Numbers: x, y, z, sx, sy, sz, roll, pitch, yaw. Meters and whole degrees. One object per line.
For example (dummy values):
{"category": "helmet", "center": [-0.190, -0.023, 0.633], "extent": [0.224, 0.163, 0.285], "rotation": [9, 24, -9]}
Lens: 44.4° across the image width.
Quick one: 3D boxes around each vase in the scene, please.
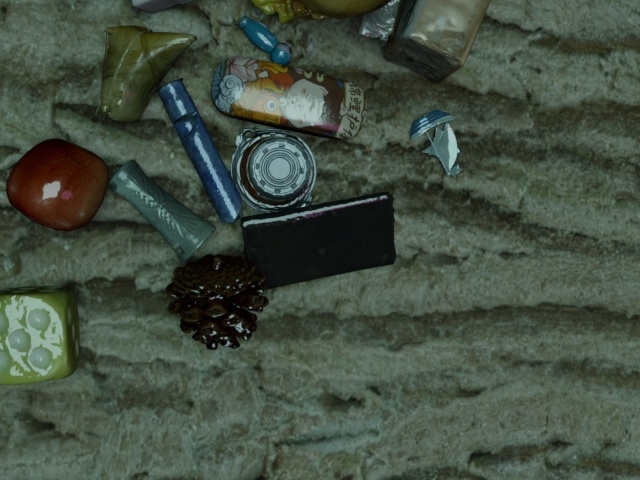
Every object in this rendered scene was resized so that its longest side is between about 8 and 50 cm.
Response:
{"category": "vase", "center": [-0.320, -0.063, 1.568], "extent": [0.219, 0.096, 0.096], "rotation": [42, 85, -5]}

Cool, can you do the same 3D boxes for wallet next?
{"category": "wallet", "center": [0.000, 0.000, 1.628], "extent": [0.321, 0.044, 0.170], "rotation": [-11, 115, -9]}

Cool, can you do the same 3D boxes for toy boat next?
{"category": "toy boat", "center": [0.264, -0.217, 1.681], "extent": [0.149, 0.034, 0.105], "rotation": [39, 88, -8]}

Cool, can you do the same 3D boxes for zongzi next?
{"category": "zongzi", "center": [-0.334, -0.321, 1.522], "extent": [0.197, 0.099, 0.194], "rotation": [10, 93, 24]}

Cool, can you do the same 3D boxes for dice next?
{"category": "dice", "center": [-0.557, 0.177, 1.498], "extent": [0.169, 0.166, 0.169], "rotation": [-3, 93, -9]}

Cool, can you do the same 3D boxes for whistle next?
{"category": "whistle", "center": [-0.237, -0.178, 1.591], "extent": [0.062, 0.062, 0.304], "rotation": [-26, 95, -7]}

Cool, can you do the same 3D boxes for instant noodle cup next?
{"category": "instant noodle cup", "center": [-0.087, -0.143, 1.582], "extent": [0.208, 0.125, 0.177], "rotation": [36, 86, -9]}

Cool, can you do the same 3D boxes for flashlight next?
{"category": "flashlight", "center": [-0.114, -0.408, 1.609], "extent": [0.129, 0.051, 0.051], "rotation": [38, 86, -4]}

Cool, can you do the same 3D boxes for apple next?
{"category": "apple", "center": [-0.497, -0.105, 1.490], "extent": [0.181, 0.181, 0.168], "rotation": [29, 90, -9]}

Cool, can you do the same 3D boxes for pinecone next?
{"category": "pinecone", "center": [-0.199, 0.124, 1.544], "extent": [0.207, 0.208, 0.208], "rotation": [0, 92, -9]}

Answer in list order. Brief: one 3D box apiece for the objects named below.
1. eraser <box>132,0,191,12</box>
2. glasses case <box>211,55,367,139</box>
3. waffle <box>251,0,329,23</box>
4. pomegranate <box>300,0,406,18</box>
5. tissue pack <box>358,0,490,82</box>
{"category": "eraser", "center": [-0.235, -0.545, 1.510], "extent": [0.287, 0.086, 0.130], "rotation": [-12, 92, 21]}
{"category": "glasses case", "center": [-0.062, -0.289, 1.603], "extent": [0.321, 0.082, 0.122], "rotation": [11, 84, -9]}
{"category": "waffle", "center": [-0.025, -0.554, 1.585], "extent": [0.280, 0.060, 0.262], "rotation": [37, 95, -24]}
{"category": "pomegranate", "center": [0.065, -0.561, 1.398], "extent": [0.332, 0.332, 0.332], "rotation": [0, 92, -9]}
{"category": "tissue pack", "center": [0.224, -0.510, 1.576], "extent": [0.238, 0.238, 0.305], "rotation": [22, 89, -9]}
